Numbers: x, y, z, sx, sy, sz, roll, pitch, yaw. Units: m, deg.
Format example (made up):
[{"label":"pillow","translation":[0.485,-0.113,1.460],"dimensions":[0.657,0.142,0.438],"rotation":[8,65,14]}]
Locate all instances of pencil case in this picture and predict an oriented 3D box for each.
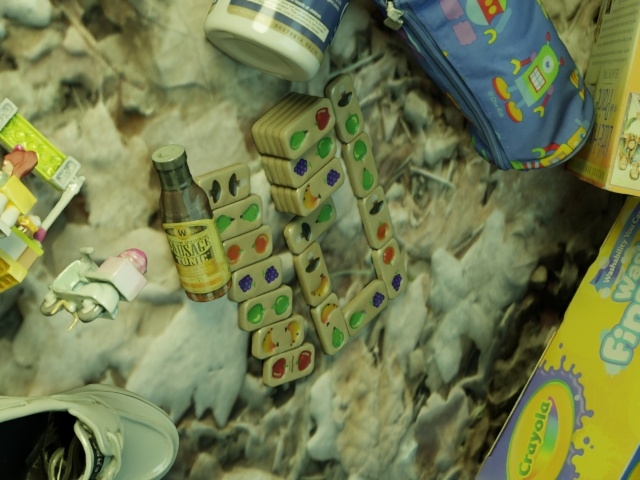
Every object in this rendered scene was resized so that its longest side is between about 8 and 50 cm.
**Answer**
[{"label":"pencil case","translation":[0.135,-0.178,1.350],"dimensions":[0.133,0.119,0.306],"rotation":[-59,139,-17]}]

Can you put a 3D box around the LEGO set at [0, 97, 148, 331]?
[{"label":"LEGO set","translation":[-0.216,-0.074,0.984],"dimensions":[0.107,0.132,0.287],"rotation":[-57,132,-32]}]

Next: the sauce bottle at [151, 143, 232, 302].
[{"label":"sauce bottle","translation":[-0.101,-0.013,1.195],"dimensions":[0.042,0.042,0.128],"rotation":[-41,129,-33]}]

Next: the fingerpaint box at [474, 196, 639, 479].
[{"label":"fingerpaint box","translation":[0.419,0.132,1.625],"dimensions":[0.371,0.163,0.444],"rotation":[26,93,-43]}]

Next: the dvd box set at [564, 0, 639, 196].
[{"label":"dvd box set","translation":[0.314,-0.254,1.448],"dimensions":[0.307,0.062,0.420],"rotation":[-58,160,-84]}]

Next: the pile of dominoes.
[{"label":"pile of dominoes","translation":[0.000,0.000,1.317],"dimensions":[0.196,0.040,0.251],"rotation":[-43,131,-32]}]

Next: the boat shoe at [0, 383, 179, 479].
[{"label":"boat shoe","translation":[-0.186,0.149,1.113],"dimensions":[0.267,0.088,0.096],"rotation":[21,87,-50]}]

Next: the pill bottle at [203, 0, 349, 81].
[{"label":"pill bottle","translation":[-0.014,-0.214,1.183],"dimensions":[0.094,0.094,0.169],"rotation":[33,77,-49]}]
